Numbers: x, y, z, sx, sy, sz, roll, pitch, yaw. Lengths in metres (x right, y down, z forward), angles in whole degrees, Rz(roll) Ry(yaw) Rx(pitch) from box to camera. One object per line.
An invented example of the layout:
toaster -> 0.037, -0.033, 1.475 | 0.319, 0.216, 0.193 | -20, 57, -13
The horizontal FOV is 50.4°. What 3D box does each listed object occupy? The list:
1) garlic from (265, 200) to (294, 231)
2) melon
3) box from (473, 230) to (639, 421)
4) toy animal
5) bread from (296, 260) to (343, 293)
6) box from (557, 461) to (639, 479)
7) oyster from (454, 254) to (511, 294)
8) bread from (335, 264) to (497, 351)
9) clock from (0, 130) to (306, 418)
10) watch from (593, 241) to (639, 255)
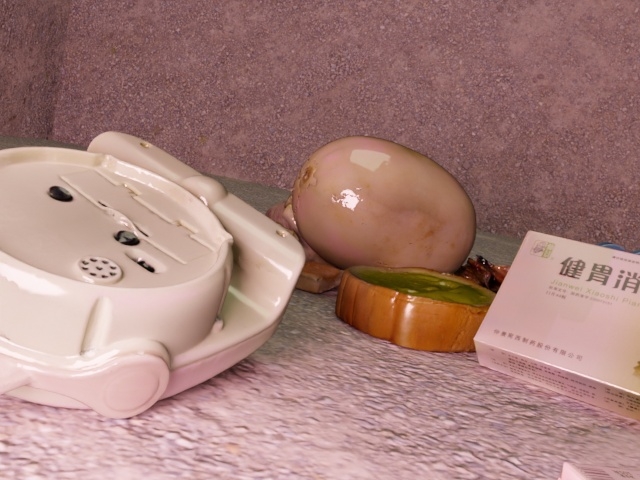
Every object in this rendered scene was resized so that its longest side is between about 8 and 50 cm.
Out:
garlic -> -0.050, -0.036, 1.451 | 0.147, 0.102, 0.159 | -6, 1, -18
melon -> 0.100, -0.045, 1.096 | 0.317, 0.223, 0.223 | 20, 4, -22
box -> 0.328, 0.097, 0.763 | 0.260, 0.175, 0.062 | 15, -33, 33
toy animal -> -0.010, -0.009, 1.260 | 0.168, 0.121, 0.233 | 31, 16, 7
bread -> -0.009, 0.058, 1.064 | 0.070, 0.035, 0.083 | 15, 15, 27
box -> 0.225, 0.185, 0.431 | 0.125, 0.043, 0.089 | 10, 8, -9
oyster -> 0.400, 0.100, 1.135 | 0.361, 0.096, 0.221 | 13, 3, 13
bread -> 0.134, 0.087, 0.926 | 0.236, 0.070, 0.236 | 10, 8, -1
clock -> -0.186, 0.018, 0.557 | 0.265, 0.109, 0.324 | 33, 26, 16
watch -> 0.446, 0.106, 0.895 | 0.211, 0.211, 0.193 | 11, 19, 2
